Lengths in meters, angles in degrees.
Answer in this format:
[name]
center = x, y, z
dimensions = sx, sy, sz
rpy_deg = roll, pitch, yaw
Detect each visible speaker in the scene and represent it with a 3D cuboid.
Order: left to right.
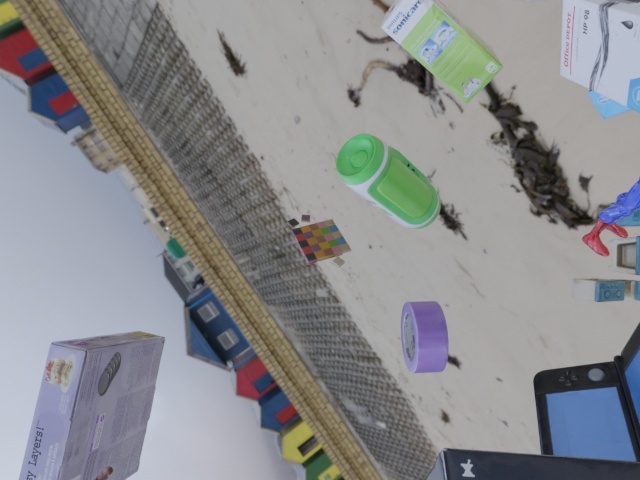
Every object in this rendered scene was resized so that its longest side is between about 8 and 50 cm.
[speaker]
center = 0.166, -0.130, 1.098
dimensions = 0.297, 0.131, 0.131
rpy_deg = 29, -170, -44

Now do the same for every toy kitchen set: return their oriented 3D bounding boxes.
[toy kitchen set]
center = 0.612, 0.019, 0.942
dimensions = 0.122, 0.166, 0.207
rpy_deg = 179, 92, -65

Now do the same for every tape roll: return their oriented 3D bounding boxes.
[tape roll]
center = 0.274, 0.257, 1.252
dimensions = 0.189, 0.080, 0.188
rpy_deg = 178, 90, -86

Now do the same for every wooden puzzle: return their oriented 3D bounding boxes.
[wooden puzzle]
center = 0.000, 0.000, 0.503
dimensions = 0.006, 0.049, 0.083
rpy_deg = 95, 153, -47

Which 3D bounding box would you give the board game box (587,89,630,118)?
[board game box]
center = 0.657, -0.360, 0.814
dimensions = 0.064, 0.316, 0.242
rpy_deg = 50, 157, -13

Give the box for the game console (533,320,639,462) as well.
[game console]
center = 0.479, 0.277, 0.785
dimensions = 0.173, 0.250, 0.293
rpy_deg = 58, -148, -24

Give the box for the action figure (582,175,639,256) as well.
[action figure]
center = 0.498, -0.066, 0.652
dimensions = 0.139, 0.091, 0.280
rpy_deg = 40, 154, 29

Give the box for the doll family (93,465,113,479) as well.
[doll family]
center = -0.242, 0.301, 0.411
dimensions = 0.076, 0.193, 0.111
rpy_deg = 47, 143, -6

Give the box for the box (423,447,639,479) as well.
[box]
center = 0.251, 0.384, 0.521
dimensions = 0.182, 0.297, 0.294
rpy_deg = -87, 2, -47

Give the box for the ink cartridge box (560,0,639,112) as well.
[ink cartridge box]
center = 0.332, -0.225, 0.527
dimensions = 0.180, 0.060, 0.104
rpy_deg = 61, 177, 48

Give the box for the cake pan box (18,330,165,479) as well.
[cake pan box]
center = -0.356, 0.288, 0.756
dimensions = 0.070, 0.266, 0.246
rpy_deg = 9, 176, 11

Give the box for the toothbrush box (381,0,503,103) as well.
[toothbrush box]
center = 0.298, -0.501, 1.163
dimensions = 0.283, 0.122, 0.206
rpy_deg = 35, -147, -12
